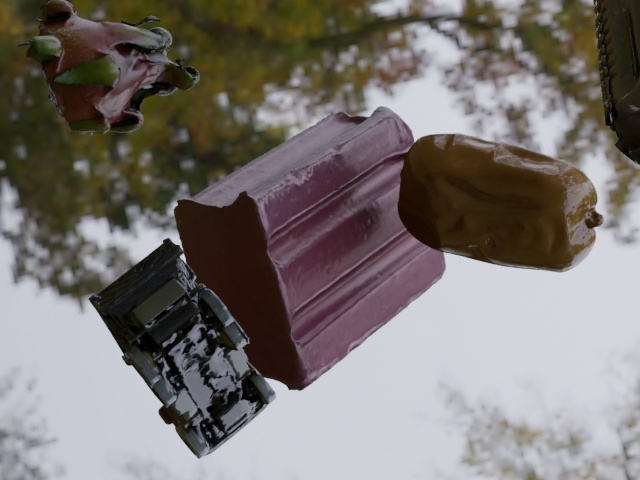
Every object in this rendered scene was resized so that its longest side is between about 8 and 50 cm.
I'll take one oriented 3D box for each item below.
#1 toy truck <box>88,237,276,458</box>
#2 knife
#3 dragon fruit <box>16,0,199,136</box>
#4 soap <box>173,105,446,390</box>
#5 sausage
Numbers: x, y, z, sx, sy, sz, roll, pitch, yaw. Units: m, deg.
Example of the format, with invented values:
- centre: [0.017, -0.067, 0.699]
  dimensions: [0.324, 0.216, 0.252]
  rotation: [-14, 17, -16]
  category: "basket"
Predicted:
- centre: [-0.105, 0.081, 1.410]
  dimensions: [0.092, 0.083, 0.192]
  rotation: [44, -13, 33]
  category: "toy truck"
- centre: [0.218, -0.172, 1.224]
  dimensions: [0.043, 0.089, 0.365]
  rotation: [74, 11, -49]
  category: "knife"
- centre: [-0.208, -0.171, 1.797]
  dimensions: [0.142, 0.175, 0.138]
  rotation: [-164, -118, -72]
  category: "dragon fruit"
- centre: [0.000, 0.000, 2.161]
  dimensions: [0.128, 0.359, 0.233]
  rotation: [-4, -72, 33]
  category: "soap"
- centre: [0.203, -0.041, 2.119]
  dimensions: [0.241, 0.120, 0.136]
  rotation: [15, -46, 12]
  category: "sausage"
